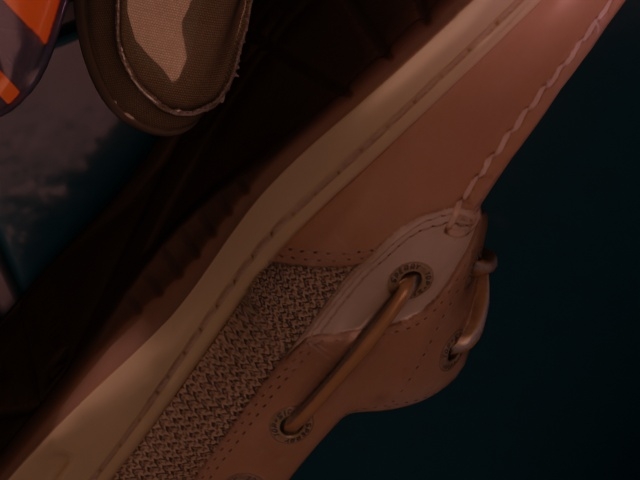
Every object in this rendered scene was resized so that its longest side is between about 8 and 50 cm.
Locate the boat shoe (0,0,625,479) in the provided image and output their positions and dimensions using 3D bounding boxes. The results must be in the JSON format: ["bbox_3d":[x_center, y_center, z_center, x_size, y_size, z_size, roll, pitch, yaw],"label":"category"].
[{"bbox_3d":[0.000,0.000,0.597,0.110,0.122,0.341,36,108,-25],"label":"boat shoe"}]

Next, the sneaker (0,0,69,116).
[{"bbox_3d":[-0.185,-0.067,0.525,0.321,0.124,0.180,-45,110,5],"label":"sneaker"}]

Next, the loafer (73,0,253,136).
[{"bbox_3d":[-0.041,-0.107,0.560,0.056,0.050,0.148,3,93,-32],"label":"loafer"}]
